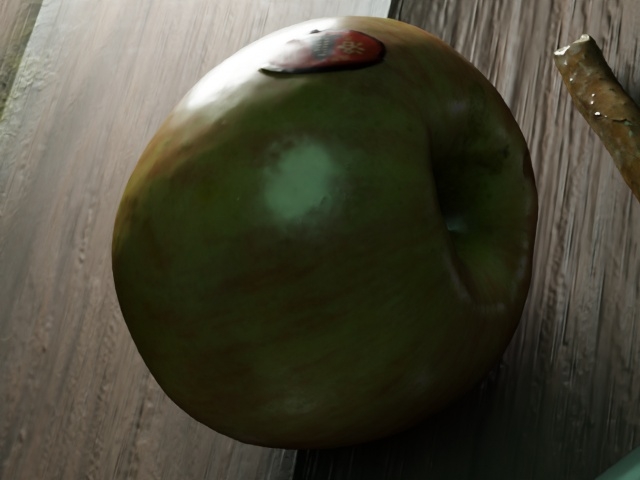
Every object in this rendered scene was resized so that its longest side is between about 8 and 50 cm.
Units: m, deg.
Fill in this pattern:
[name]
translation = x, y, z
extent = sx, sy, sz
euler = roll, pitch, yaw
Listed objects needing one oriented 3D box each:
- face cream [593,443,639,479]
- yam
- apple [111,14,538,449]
[face cream]
translation = 0.332, 0.246, 1.012
extent = 0.420, 0.137, 0.235
euler = -37, 95, -3
[yam]
translation = 0.304, -0.116, 1.272
extent = 0.056, 0.057, 0.241
euler = -27, 58, 7
[apple]
translation = 0.000, 0.000, 1.149
extent = 0.346, 0.391, 0.392
euler = -14, 59, 35
